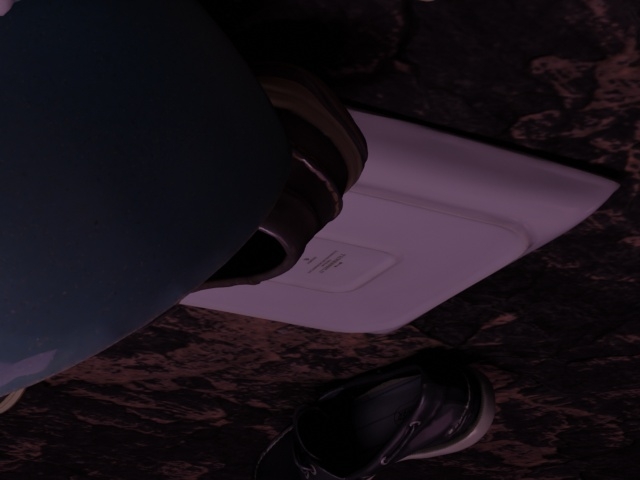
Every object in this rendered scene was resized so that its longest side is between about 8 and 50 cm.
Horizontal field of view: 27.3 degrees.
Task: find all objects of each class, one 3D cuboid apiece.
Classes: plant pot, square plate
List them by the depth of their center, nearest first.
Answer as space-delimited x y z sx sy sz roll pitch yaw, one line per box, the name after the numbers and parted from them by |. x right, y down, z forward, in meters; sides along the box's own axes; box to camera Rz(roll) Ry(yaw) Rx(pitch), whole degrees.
-0.184 -0.077 0.661 0.290 0.290 0.195 -11 119 23 | plant pot
0.000 0.000 1.058 0.344 0.049 0.347 11 153 -26 | square plate

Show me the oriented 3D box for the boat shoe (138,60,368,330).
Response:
-0.137 -0.016 0.867 0.355 0.130 0.132 -16 129 38 | boat shoe

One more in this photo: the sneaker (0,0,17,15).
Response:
-0.077 -0.235 0.464 0.208 0.127 0.319 -19 143 -22 | sneaker

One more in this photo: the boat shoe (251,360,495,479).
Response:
0.026 0.214 1.452 0.340 0.127 0.113 -22 147 38 | boat shoe

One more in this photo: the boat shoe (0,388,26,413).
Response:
-0.367 0.138 1.329 0.073 0.080 0.223 13 158 -38 | boat shoe
